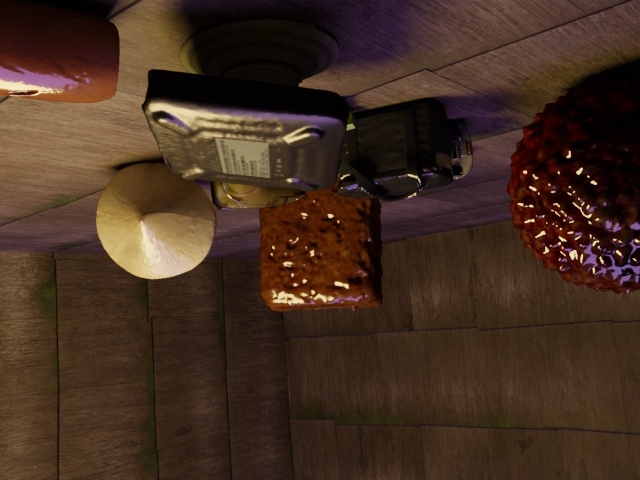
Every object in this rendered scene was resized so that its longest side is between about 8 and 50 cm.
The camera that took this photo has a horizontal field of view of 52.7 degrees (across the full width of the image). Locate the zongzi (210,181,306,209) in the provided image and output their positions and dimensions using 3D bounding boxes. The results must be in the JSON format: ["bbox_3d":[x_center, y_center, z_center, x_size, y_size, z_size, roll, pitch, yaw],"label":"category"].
[{"bbox_3d":[-0.123,-0.160,1.577,0.260,0.123,0.289,-6,170,-24],"label":"zongzi"}]

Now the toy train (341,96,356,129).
[{"bbox_3d":[0.022,-0.242,1.276,0.081,0.050,0.122,-11,171,14],"label":"toy train"}]

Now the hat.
[{"bbox_3d":[-0.089,-0.238,1.001,0.251,0.110,0.252,-3,173,0],"label":"hat"}]

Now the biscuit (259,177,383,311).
[{"bbox_3d":[0.000,0.000,1.794,0.342,0.395,0.166,-5,171,17],"label":"biscuit"}]

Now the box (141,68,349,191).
[{"bbox_3d":[-0.106,-0.151,0.973,0.288,0.073,0.290,7,164,-2],"label":"box"}]

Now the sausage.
[{"bbox_3d":[-0.401,-0.237,0.779,0.304,0.121,0.121,0,172,-35],"label":"sausage"}]

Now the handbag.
[{"bbox_3d":[0.153,-0.174,1.360,0.254,0.182,0.181,-6,172,21],"label":"handbag"}]

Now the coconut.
[{"bbox_3d":[-0.405,-0.051,1.616,0.328,0.329,0.329,-4,173,-1],"label":"coconut"}]

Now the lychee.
[{"bbox_3d":[0.576,-0.107,1.231,0.424,0.425,0.500,-4,172,-3],"label":"lychee"}]

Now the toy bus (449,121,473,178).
[{"bbox_3d":[0.249,-0.196,1.499,0.209,0.126,0.136,-7,-179,17],"label":"toy bus"}]
